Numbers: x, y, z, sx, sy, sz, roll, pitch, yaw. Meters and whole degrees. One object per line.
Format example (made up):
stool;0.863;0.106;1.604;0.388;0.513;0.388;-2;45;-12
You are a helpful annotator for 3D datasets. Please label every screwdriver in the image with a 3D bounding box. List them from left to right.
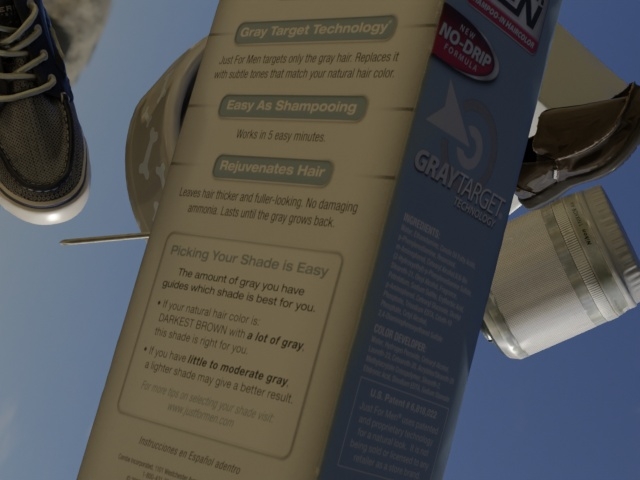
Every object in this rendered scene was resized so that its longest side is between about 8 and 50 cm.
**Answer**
screwdriver;-0.097;-0.009;0.871;0.024;0.170;0.025;-143;-128;-89

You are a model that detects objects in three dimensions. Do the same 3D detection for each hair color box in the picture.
hair color box;0.000;0.000;0.732;0.185;0.113;0.374;7;-102;43

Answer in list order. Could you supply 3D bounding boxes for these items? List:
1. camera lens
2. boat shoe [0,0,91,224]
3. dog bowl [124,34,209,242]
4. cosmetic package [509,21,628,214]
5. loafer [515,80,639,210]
camera lens;0.382;0.056;2.071;0.274;0.219;0.219;-25;-148;14
boat shoe;-0.340;-0.189;1.364;0.158;0.127;0.340;99;-31;-56
dog bowl;-0.029;-0.087;1.336;0.102;0.348;0.349;135;-28;-62
cosmetic package;0.171;-0.229;1.601;0.156;0.385;0.217;-50;-178;-41
loafer;0.255;-0.101;1.278;0.220;0.078;0.080;-39;-163;51
